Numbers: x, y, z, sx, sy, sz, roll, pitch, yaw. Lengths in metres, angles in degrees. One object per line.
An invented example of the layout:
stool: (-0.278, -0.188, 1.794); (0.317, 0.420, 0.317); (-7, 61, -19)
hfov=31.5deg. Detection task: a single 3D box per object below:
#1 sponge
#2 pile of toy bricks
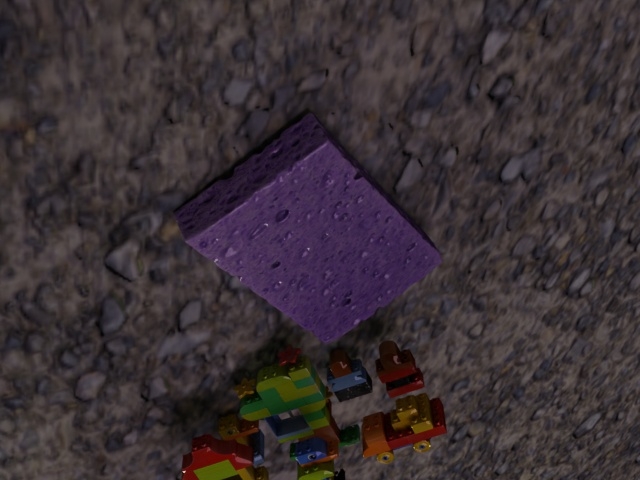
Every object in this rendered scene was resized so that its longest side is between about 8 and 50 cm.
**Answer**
sponge: (0.000, 0.000, 0.817); (0.117, 0.031, 0.210); (-37, 145, 9)
pile of toy bricks: (-0.015, 0.131, 0.915); (0.212, 0.118, 0.105); (-20, 125, 12)
